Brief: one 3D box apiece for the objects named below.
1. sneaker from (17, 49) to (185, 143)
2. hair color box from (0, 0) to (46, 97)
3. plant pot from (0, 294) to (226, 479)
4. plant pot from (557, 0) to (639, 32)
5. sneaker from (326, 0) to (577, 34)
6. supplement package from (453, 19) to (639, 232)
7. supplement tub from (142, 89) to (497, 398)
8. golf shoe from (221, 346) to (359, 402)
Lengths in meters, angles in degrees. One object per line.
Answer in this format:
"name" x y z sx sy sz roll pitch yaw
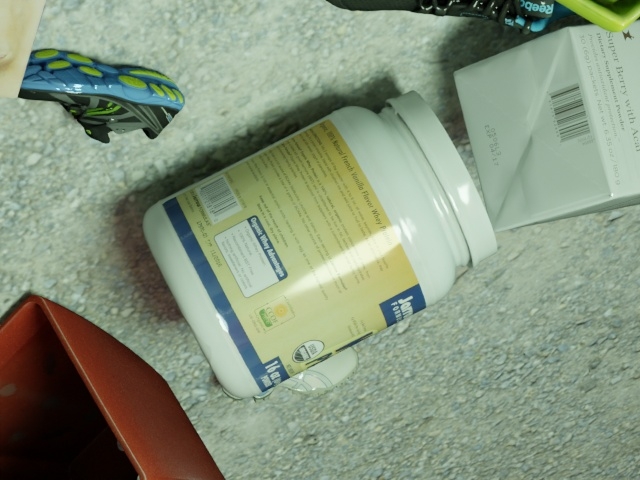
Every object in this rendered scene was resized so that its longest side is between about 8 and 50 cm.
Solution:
"sneaker" -0.216 -0.131 1.693 0.188 0.067 0.078 9 121 -40
"hair color box" -0.307 -0.279 1.456 0.185 0.110 0.338 -2 134 -31
"plant pot" -0.263 0.255 1.944 0.267 0.267 0.236 -44 151 17
"plant pot" 0.259 -0.337 1.596 0.228 0.227 0.207 -44 158 -33
"sneaker" 0.156 -0.268 1.712 0.341 0.139 0.125 -10 138 -19
"supplement package" 0.316 -0.127 1.836 0.293 0.177 0.175 -11 175 -39
"supplement tub" 0.000 0.000 1.832 0.316 0.228 0.228 -27 140 -2
"golf shoe" -0.032 0.137 2.087 0.176 0.069 0.086 -10 131 -23
